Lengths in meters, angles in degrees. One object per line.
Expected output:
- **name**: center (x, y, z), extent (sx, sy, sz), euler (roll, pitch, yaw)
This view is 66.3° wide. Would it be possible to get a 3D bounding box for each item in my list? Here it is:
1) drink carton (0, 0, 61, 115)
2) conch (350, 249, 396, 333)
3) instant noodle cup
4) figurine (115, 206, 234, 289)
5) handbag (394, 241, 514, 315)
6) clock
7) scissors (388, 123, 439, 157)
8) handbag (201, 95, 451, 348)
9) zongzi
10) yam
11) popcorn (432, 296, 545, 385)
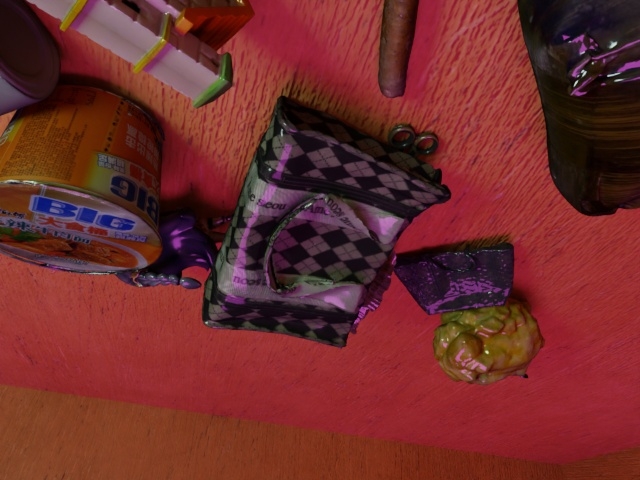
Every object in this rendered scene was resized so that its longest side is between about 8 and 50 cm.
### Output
- **drink carton**: center (-0.478, -0.232, 0.664), extent (0.190, 0.190, 0.185), euler (-11, 141, 11)
- **conch**: center (0.087, 0.110, 1.102), extent (0.163, 0.178, 0.245), euler (20, 125, -35)
- **instant noodle cup**: center (-0.383, -0.097, 0.787), extent (0.297, 0.213, 0.296), euler (1, 152, 1)
- **figurine**: center (-0.308, 0.012, 1.008), extent (0.265, 0.197, 0.175), euler (-10, 101, 28)
- **handbag**: center (0.305, 0.079, 1.106), extent (0.271, 0.088, 0.175), euler (-11, 134, 24)
- **clock**: center (-0.201, -0.286, 0.524), extent (0.106, 0.219, 0.255), euler (-24, 144, 37)
- **scissors**: center (0.125, -0.124, 0.883), extent (0.088, 0.017, 0.220), euler (12, 145, -16)
- **handbag**: center (0.000, 0.000, 0.853), extent (0.317, 0.180, 0.415), euler (16, 123, -17)
- **zongzi**: center (0.479, -0.219, 0.574), extent (0.433, 0.207, 0.403), euler (-23, 144, 16)
- **yam**: center (0.101, -0.290, 0.619), extent (0.046, 0.046, 0.263), euler (2, 144, 4)
- **popcorn**: center (0.413, 0.246, 1.213), extent (0.287, 0.215, 0.252), euler (-4, 147, -16)
